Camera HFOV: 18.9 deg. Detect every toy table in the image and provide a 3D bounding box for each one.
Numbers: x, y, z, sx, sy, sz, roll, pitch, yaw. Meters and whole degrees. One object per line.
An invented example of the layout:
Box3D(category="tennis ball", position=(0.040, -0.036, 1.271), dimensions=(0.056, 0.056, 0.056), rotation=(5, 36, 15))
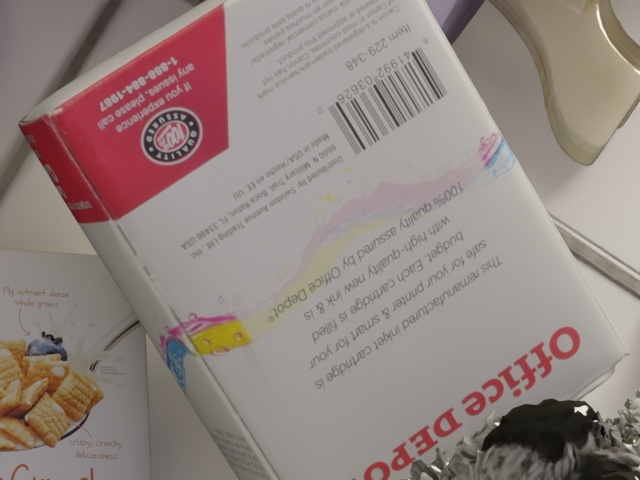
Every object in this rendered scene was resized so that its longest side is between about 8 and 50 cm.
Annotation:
Box3D(category="toy table", position=(0.179, -0.186, 1.288), dimensions=(0.161, 0.252, 0.274), rotation=(33, 74, 6))

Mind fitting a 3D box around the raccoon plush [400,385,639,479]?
Box3D(category="raccoon plush", position=(0.133, 0.215, 1.124), dimensions=(0.299, 0.446, 0.216), rotation=(-9, 68, -61))

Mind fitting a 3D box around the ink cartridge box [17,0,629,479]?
Box3D(category="ink cartridge box", position=(0.000, 0.000, 1.125), dimensions=(0.226, 0.131, 0.306), rotation=(-33, 102, -15))

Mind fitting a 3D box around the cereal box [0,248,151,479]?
Box3D(category="cereal box", position=(-0.185, 0.123, 1.117), dimensions=(0.173, 0.047, 0.240), rotation=(3, 72, -25))
